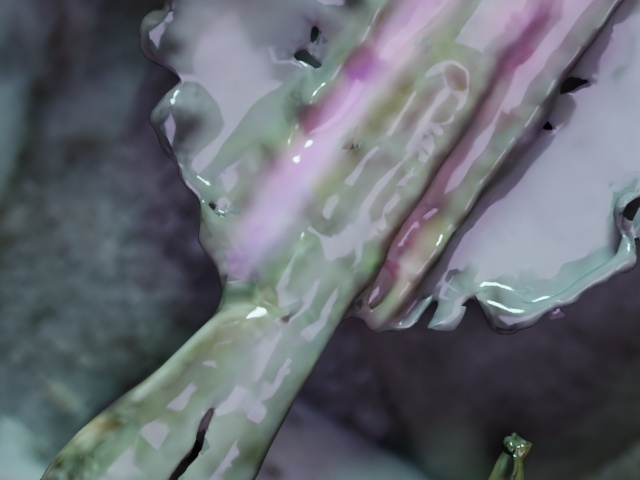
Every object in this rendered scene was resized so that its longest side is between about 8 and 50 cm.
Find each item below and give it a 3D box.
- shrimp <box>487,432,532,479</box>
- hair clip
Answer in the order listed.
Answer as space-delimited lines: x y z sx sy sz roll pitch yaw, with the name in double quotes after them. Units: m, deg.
-0.010 0.144 0.483 0.126 0.047 0.223 34 99 7 "shrimp"
-0.002 0.001 0.445 0.173 0.069 0.300 36 88 -5 "hair clip"
